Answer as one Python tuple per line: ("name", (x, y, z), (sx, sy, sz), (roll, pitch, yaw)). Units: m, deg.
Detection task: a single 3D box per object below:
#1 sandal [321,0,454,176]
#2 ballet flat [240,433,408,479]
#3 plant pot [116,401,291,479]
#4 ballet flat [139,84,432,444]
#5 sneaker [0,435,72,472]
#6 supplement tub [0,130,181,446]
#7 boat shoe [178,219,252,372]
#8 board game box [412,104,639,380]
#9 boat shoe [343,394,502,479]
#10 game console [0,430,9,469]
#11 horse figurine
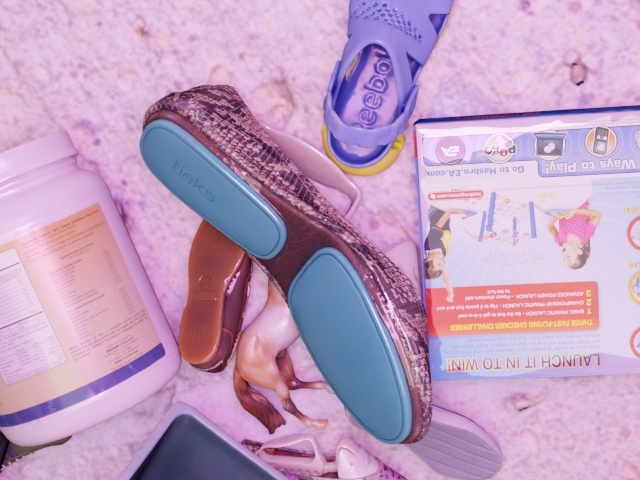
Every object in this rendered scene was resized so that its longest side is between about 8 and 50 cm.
("sandal", (0.075, -0.222, 1.335), (0.126, 0.138, 0.317), (12, 99, 7))
("ballet flat", (0.001, 0.277, 1.462), (0.221, 0.077, 0.079), (3, 107, 10))
("plant pot", (-0.173, 0.396, 1.414), (0.248, 0.247, 0.252), (37, 136, -1))
("ballet flat", (0.000, 0.000, 1.353), (0.483, 0.182, 0.164), (49, 139, 9))
("sneaker", (-0.406, 0.260, 1.516), (0.192, 0.064, 0.086), (3, 106, 8))
("supplement tub", (-0.319, 0.053, 1.381), (0.228, 0.228, 0.316), (-22, 96, 10))
("boat shoe", (-0.121, 0.057, 1.430), (0.073, 0.073, 0.207), (8, 76, 25))
("board game box", (0.269, 0.002, 1.376), (0.308, 0.086, 0.302), (-2, 100, 7))
("boat shoe", (0.127, 0.212, 1.431), (0.226, 0.076, 0.083), (32, 118, -25))
("game console", (-0.458, 0.343, 1.501), (0.213, 0.044, 0.361), (24, 118, 2))
("horse figurine", (-0.030, 0.117, 1.443), (0.174, 0.066, 0.263), (30, 99, -7))
